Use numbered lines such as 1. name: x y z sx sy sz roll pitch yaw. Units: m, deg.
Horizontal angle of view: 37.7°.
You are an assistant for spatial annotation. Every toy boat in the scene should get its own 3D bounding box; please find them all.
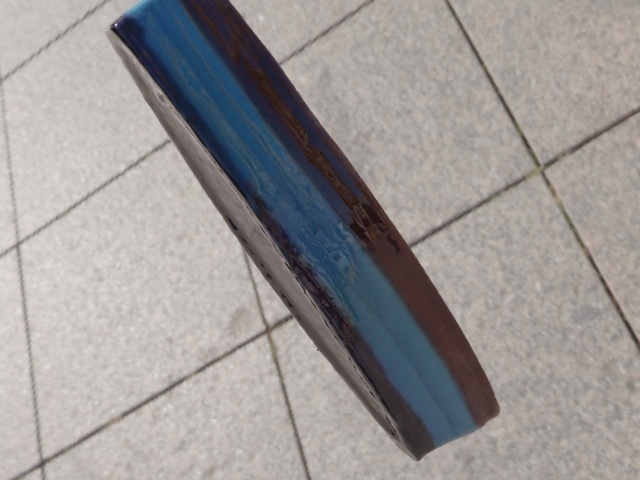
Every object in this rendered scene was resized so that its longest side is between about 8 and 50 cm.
1. toy boat: 0.000 0.000 0.627 0.079 0.392 0.136 -42 20 -20
